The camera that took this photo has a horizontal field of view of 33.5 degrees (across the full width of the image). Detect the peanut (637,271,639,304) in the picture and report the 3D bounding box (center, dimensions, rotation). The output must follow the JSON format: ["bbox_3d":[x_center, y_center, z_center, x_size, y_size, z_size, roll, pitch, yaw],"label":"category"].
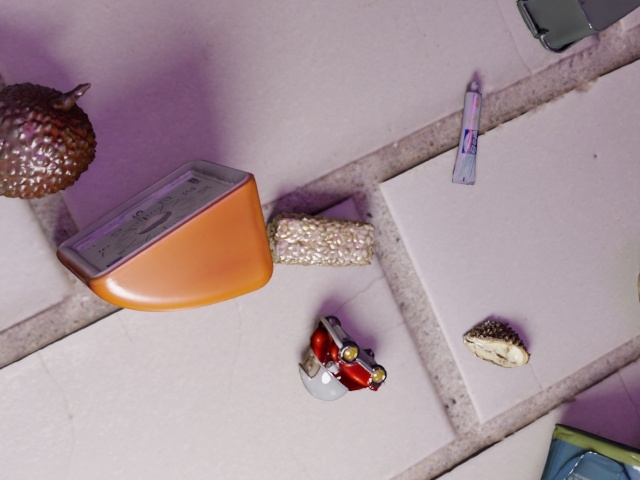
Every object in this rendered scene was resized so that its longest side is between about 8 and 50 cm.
[{"bbox_3d":[0.663,0.147,1.846,0.158,0.174,0.340,-40,103,-32],"label":"peanut"}]

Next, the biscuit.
[{"bbox_3d":[0.000,0.000,1.645,0.169,0.070,0.082,3,88,-19],"label":"biscuit"}]

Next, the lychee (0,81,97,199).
[{"bbox_3d":[-0.384,-0.142,1.440,0.165,0.165,0.197,32,109,-19],"label":"lychee"}]

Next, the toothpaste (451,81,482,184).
[{"bbox_3d":[0.246,-0.177,1.751,0.045,0.028,0.169,5,93,-28],"label":"toothpaste"}]

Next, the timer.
[{"bbox_3d":[-0.222,0.007,1.465,0.250,0.257,0.161,-20,107,-21],"label":"timer"}]

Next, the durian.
[{"bbox_3d":[0.301,0.172,1.795,0.130,0.052,0.066,24,123,-17],"label":"durian"}]

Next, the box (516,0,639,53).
[{"bbox_3d":[0.460,-0.431,1.761,0.243,0.135,0.163,-34,104,-16],"label":"box"}]

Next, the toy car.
[{"bbox_3d":[0.025,0.200,1.656,0.112,0.112,0.139,-45,117,3],"label":"toy car"}]

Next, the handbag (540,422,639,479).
[{"bbox_3d":[0.475,0.454,1.750,0.222,0.263,0.241,26,80,-45],"label":"handbag"}]
